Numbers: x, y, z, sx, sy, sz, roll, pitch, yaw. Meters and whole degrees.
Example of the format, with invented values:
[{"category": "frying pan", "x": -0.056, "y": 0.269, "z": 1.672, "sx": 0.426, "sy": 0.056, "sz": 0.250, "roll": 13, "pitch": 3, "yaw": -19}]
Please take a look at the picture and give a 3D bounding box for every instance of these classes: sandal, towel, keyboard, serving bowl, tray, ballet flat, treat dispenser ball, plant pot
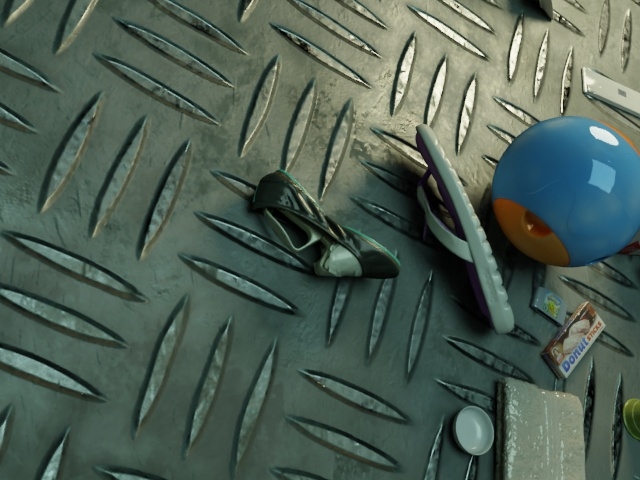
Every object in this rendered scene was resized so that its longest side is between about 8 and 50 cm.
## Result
[{"category": "sandal", "x": 0.238, "y": -0.016, "z": 1.494, "sx": 0.102, "sy": 0.169, "sz": 0.416, "roll": -23, "pitch": 82, "yaw": 5}, {"category": "towel", "x": 0.392, "y": 0.395, "z": 1.465, "sx": 0.187, "sy": 0.049, "sz": 0.282, "roll": 19, "pitch": 63, "yaw": -25}, {"category": "keyboard", "x": 0.729, "y": -0.347, "z": 1.982, "sx": 0.256, "sy": 0.014, "sz": 0.072, "roll": 16, "pitch": 59, "yaw": -25}, {"category": "serving bowl", "x": 0.260, "y": 0.331, "z": 1.422, "sx": 0.083, "sy": 0.027, "sz": 0.083, "roll": 12, "pitch": 65, "yaw": -27}, {"category": "tray", "x": 0.514, "y": -0.667, "z": 1.930, "sx": 0.145, "sy": 0.030, "sz": 0.270, "roll": 43, "pitch": 41, "yaw": -63}, {"category": "ballet flat", "x": 0.000, "y": 0.000, "z": 1.365, "sx": 0.280, "sy": 0.095, "sz": 0.096, "roll": 37, "pitch": 66, "yaw": -2}, {"category": "treat dispenser ball", "x": 0.471, "y": -0.092, "z": 1.555, "sx": 0.288, "sy": 0.288, "sz": 0.288, "roll": 12, "pitch": 66, "yaw": -27}, {"category": "plant pot", "x": 0.659, "y": 0.349, "z": 1.623, "sx": 0.083, "sy": 0.079, "sz": 0.083, "roll": 11, "pitch": 66, "yaw": -26}]

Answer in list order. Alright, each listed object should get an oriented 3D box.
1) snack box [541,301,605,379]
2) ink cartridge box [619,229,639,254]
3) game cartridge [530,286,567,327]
[{"category": "snack box", "x": 0.503, "y": 0.197, "z": 1.624, "sx": 0.178, "sy": 0.022, "sz": 0.064, "roll": -39, "pitch": 95, "yaw": -36}, {"category": "ink cartridge box", "x": 0.741, "y": -0.019, "z": 1.788, "sx": 0.175, "sy": 0.127, "sz": 0.072, "roll": 5, "pitch": 66, "yaw": -30}, {"category": "game cartridge", "x": 0.455, "y": 0.129, "z": 1.627, "sx": 0.083, "sy": 0.017, "sz": 0.056, "roll": 33, "pitch": 54, "yaw": -16}]
